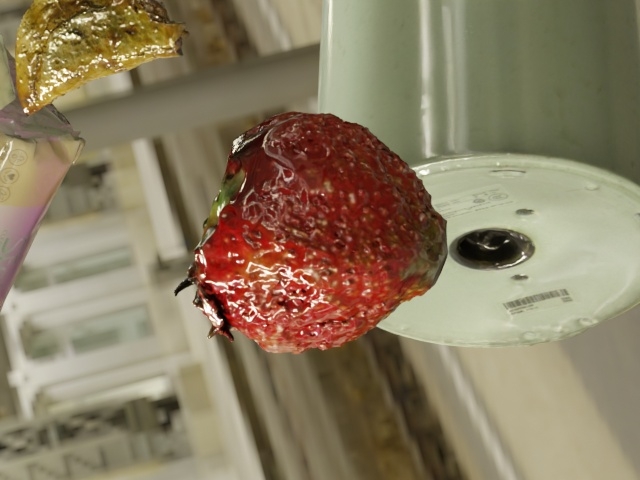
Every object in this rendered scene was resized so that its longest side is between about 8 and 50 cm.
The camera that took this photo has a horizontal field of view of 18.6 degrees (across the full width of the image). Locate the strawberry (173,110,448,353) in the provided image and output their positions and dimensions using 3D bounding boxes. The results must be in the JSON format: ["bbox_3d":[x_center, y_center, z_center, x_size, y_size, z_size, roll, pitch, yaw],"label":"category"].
[{"bbox_3d":[0.000,-0.001,0.767,0.106,0.106,0.106,166,90,-83],"label":"strawberry"}]

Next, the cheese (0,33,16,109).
[{"bbox_3d":[-0.373,-0.041,1.182,0.034,0.400,0.085,56,159,33],"label":"cheese"}]

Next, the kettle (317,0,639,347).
[{"bbox_3d":[0.121,-0.112,1.163,0.205,0.265,0.318,-44,38,48],"label":"kettle"}]

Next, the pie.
[{"bbox_3d":[-0.177,-0.158,1.504,0.034,0.170,0.092,-38,-69,-58],"label":"pie"}]

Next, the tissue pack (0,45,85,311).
[{"bbox_3d":[-0.332,-0.043,1.700,0.215,0.123,0.256,48,123,35],"label":"tissue pack"}]
